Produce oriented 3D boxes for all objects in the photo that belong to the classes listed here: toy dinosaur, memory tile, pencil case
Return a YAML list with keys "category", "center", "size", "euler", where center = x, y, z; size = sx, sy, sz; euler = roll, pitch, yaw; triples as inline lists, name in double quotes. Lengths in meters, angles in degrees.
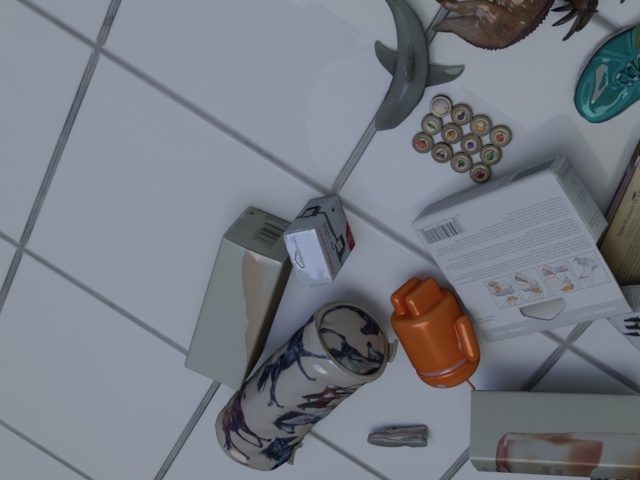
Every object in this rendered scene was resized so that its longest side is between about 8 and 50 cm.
- category: "toy dinosaur"
  center: [0.297, -0.351, 1.282]
  size: [0.200, 0.127, 0.295]
  euler: [44, 126, -14]
- category: "memory tile"
  center: [0.234, -0.168, 1.452]
  size: [0.148, 0.012, 0.113]
  euler: [28, 121, 4]
- category: "pencil case"
  center: [-0.031, 0.283, 1.655]
  size: [0.183, 0.160, 0.410]
  euler: [21, 132, -25]

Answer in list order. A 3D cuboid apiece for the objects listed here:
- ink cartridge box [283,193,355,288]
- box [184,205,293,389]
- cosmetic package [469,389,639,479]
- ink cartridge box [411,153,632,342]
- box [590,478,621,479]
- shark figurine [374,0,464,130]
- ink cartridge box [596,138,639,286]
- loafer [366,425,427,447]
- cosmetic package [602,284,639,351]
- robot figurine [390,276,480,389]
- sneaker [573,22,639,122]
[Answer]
- category: "ink cartridge box"
  center: [0.000, 0.000, 1.532]
  size: [0.063, 0.150, 0.109]
  euler: [-11, 112, 23]
- category: "box"
  center: [-0.145, 0.111, 1.641]
  size: [0.121, 0.148, 0.311]
  euler: [23, 122, 5]
- category: "cosmetic package"
  center: [0.419, 0.345, 1.542]
  size: [0.296, 0.129, 0.153]
  euler: [-1, 158, 18]
- category: "ink cartridge box"
  center: [0.332, 0.024, 1.433]
  size: [0.296, 0.066, 0.261]
  euler: [-21, 107, 46]
- category: "box"
  center: [0.532, 0.433, 1.613]
  size: [0.052, 0.083, 0.062]
  euler: [-14, 110, 24]
- category: "shark figurine"
  center: [0.122, -0.307, 1.365]
  size: [0.166, 0.116, 0.278]
  euler: [-10, 114, 21]
- category: "ink cartridge box"
  center: [0.551, -0.019, 1.379]
  size: [0.193, 0.088, 0.235]
  euler: [21, 122, 9]
- category: "loafer"
  center: [0.156, 0.391, 1.748]
  size: [0.125, 0.039, 0.045]
  euler: [-3, 147, 23]
- category: "cosmetic package"
  center: [0.564, 0.157, 1.411]
  size: [0.239, 0.060, 0.099]
  euler: [39, 152, -29]
- category: "robot figurine"
  center: [0.208, 0.173, 1.563]
  size: [0.158, 0.128, 0.219]
  euler: [-21, 109, 21]
- category: "sneaker"
  center: [0.479, -0.273, 1.264]
  size: [0.107, 0.110, 0.275]
  euler: [43, 121, -6]
